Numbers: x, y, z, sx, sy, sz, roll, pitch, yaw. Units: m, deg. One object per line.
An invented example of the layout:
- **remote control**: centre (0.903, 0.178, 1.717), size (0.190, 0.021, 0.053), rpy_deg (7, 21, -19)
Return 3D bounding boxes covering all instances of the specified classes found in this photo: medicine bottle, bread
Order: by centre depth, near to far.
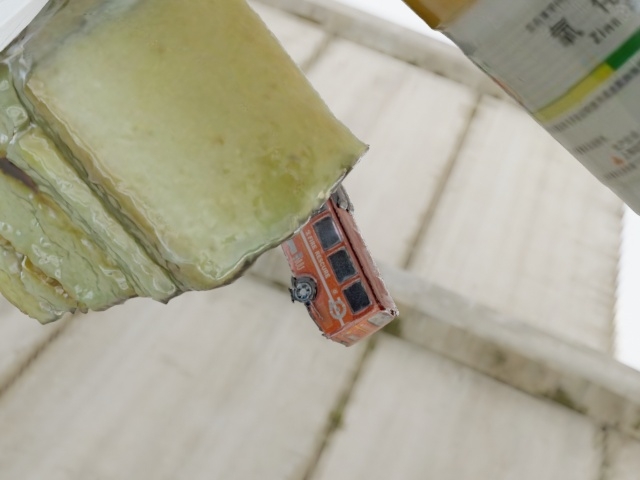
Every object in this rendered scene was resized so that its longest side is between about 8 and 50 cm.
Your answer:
- **medicine bottle**: centre (0.186, -0.169, 0.930), size (0.232, 0.238, 0.238), rpy_deg (42, -158, -4)
- **bread**: centre (-0.171, -0.106, 1.390), size (0.239, 0.264, 0.395), rpy_deg (-43, -162, -30)

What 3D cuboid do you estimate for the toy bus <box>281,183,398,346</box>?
- **toy bus**: centre (0.000, 0.000, 1.781), size (0.073, 0.096, 0.235), rpy_deg (29, -144, -62)
